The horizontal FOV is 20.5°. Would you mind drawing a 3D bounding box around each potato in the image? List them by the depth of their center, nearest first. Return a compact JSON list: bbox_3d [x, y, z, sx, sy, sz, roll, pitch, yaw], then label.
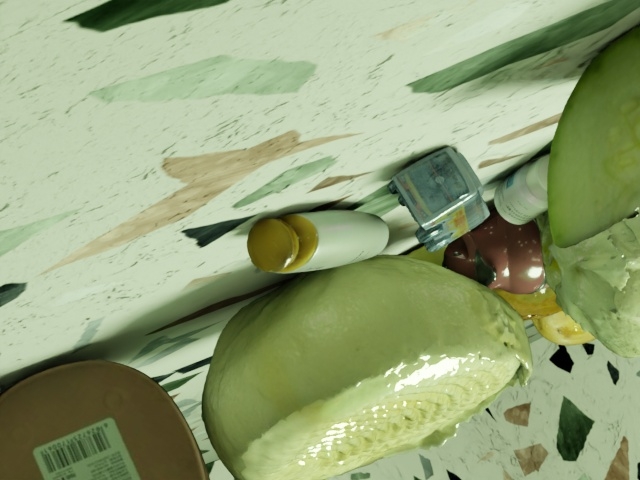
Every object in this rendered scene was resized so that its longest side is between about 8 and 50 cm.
[{"bbox_3d":[0.410,0.059,2.601,0.234,0.146,0.150,-37,-146,-3],"label":"potato"}]

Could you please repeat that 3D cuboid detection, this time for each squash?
[{"bbox_3d":[0.299,-0.106,1.413,0.155,0.204,0.237,17,144,-40],"label":"squash"}]

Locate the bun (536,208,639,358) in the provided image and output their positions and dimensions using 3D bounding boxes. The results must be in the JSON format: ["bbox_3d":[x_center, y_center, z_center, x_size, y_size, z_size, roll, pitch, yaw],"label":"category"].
[{"bbox_3d":[0.304,0.010,1.843,0.141,0.239,0.239,-13,169,-10],"label":"bun"}]

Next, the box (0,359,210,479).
[{"bbox_3d":[-0.243,0.264,1.818,0.301,0.301,0.216,-20,162,-18],"label":"box"}]

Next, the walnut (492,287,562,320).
[{"bbox_3d":[0.279,0.029,2.212,0.245,0.137,0.137,-12,169,-8],"label":"walnut"}]

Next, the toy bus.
[{"bbox_3d":[0.112,-0.036,1.622,0.075,0.064,0.190,-30,170,4],"label":"toy bus"}]

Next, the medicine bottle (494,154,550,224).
[{"bbox_3d":[0.219,-0.053,1.812,0.052,0.052,0.089,-18,170,-27],"label":"medicine bottle"}]

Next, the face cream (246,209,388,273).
[{"bbox_3d":[0.000,0.000,1.585,0.072,0.051,0.182,-24,171,28],"label":"face cream"}]

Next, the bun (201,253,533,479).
[{"bbox_3d":[0.035,0.122,1.894,0.364,0.202,0.364,-20,161,-7],"label":"bun"}]

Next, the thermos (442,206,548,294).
[{"bbox_3d":[0.270,-0.018,2.032,0.330,0.136,0.110,-17,142,-32],"label":"thermos"}]

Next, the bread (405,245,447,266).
[{"bbox_3d":[0.092,0.052,2.119,0.226,0.049,0.088,-29,169,35],"label":"bread"}]
